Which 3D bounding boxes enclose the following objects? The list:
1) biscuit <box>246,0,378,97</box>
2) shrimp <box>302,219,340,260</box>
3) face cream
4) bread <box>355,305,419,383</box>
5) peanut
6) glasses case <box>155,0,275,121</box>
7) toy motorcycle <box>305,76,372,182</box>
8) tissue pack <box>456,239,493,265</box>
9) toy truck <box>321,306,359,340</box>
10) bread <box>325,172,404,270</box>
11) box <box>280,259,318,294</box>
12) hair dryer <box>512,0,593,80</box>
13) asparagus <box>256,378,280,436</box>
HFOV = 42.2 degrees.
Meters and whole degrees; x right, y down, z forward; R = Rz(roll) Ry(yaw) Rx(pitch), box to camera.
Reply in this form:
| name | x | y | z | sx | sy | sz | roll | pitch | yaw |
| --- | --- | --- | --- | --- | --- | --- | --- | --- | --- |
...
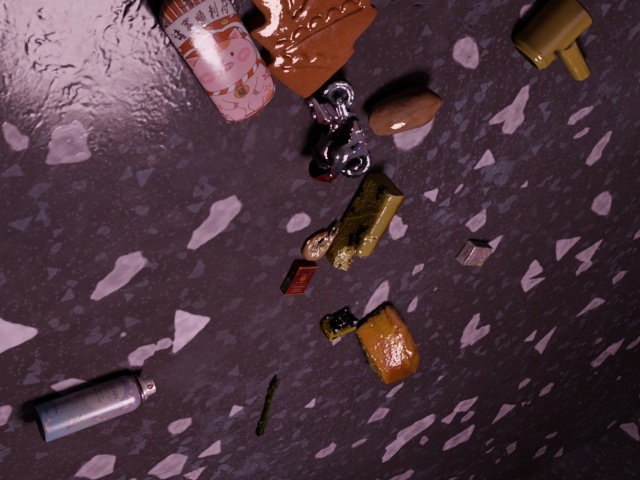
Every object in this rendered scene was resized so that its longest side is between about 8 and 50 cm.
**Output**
| name | x | y | z | sx | sy | sz | roll | pitch | yaw |
| --- | --- | --- | --- | --- | --- | --- | --- | --- | --- |
| biscuit | -0.004 | -0.352 | 1.297 | 0.284 | 0.043 | 0.306 | -19 | 140 | -26 |
| shrimp | 0.000 | 0.000 | 1.711 | 0.059 | 0.023 | 0.108 | 15 | 119 | -39 |
| face cream | -0.437 | 0.320 | 1.628 | 0.229 | 0.075 | 0.075 | -17 | 139 | -29 |
| bread | 0.182 | 0.283 | 2.089 | 0.129 | 0.134 | 0.260 | -33 | 144 | -7 |
| peanut | 0.155 | -0.240 | 1.540 | 0.152 | 0.076 | 0.076 | -21 | 141 | -16 |
| glasses case | -0.150 | -0.277 | 1.229 | 0.103 | 0.067 | 0.266 | -38 | 145 | -2 |
| toy motorcycle | 0.020 | -0.187 | 1.478 | 0.122 | 0.082 | 0.213 | -29 | 132 | -12 |
| tissue pack | 0.388 | 0.034 | 2.083 | 0.083 | 0.035 | 0.063 | 4 | 127 | -45 |
| toy truck | 0.042 | 0.199 | 1.945 | 0.083 | 0.049 | 0.054 | -22 | 143 | -25 |
| bread | 0.086 | -0.028 | 1.701 | 0.049 | 0.088 | 0.226 | -2 | 129 | -43 |
| box | -0.045 | 0.078 | 1.755 | 0.052 | 0.023 | 0.082 | -2 | 131 | -41 |
| hair dryer | 0.491 | -0.383 | 1.682 | 0.135 | 0.090 | 0.279 | -47 | 150 | 11 |
| asparagus | -0.129 | 0.412 | 2.051 | 0.023 | 0.022 | 0.232 | 18 | 131 | 1 |
